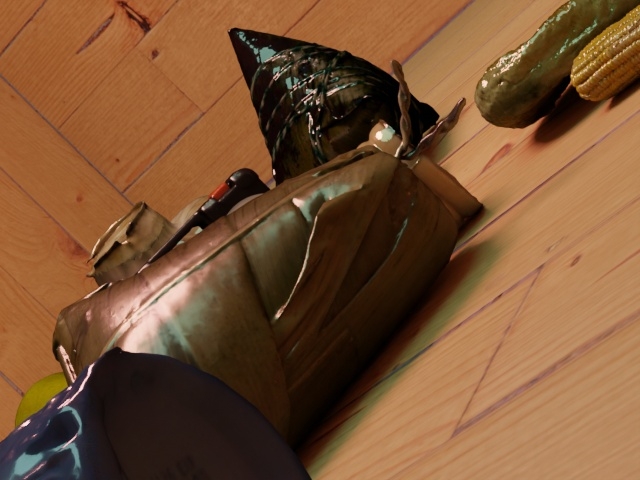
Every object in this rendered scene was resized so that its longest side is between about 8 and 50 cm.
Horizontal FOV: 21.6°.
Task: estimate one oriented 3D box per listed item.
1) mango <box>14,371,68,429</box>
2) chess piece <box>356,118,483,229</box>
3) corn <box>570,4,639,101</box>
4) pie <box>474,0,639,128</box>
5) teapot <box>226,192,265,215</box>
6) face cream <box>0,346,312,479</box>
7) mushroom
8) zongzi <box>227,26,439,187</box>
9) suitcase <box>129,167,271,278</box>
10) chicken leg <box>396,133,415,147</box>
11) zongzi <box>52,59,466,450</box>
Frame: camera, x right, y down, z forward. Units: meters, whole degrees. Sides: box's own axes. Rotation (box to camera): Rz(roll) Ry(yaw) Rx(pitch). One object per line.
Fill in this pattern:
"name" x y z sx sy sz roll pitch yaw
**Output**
"mango" -0.291 0.251 2.194 0.273 0.185 0.149 -16 26 46
"chess piece" 0.025 0.030 1.846 0.307 0.139 0.124 -50 48 3
"corn" 0.326 -0.203 1.703 0.085 0.063 0.165 -16 -16 -49
"pie" 0.285 -0.226 1.885 0.277 0.078 0.277 -41 -6 -5
"teapot" 0.000 0.000 2.057 0.251 0.183 0.183 -28 16 35
"face cream" -0.133 0.226 1.111 0.225 0.249 0.249 -38 9 24
"mushroom" -0.209 0.085 2.366 0.352 0.260 0.352 -43 12 11
"zongzi" -0.016 -0.202 2.555 0.319 0.362 0.383 -65 -3 31
"suitcase" -0.124 0.066 2.184 0.285 0.206 0.066 -47 3 -20
"chicken leg" 0.081 -0.057 2.271 0.177 0.083 0.322 -62 5 16
"zongzi" 0.003 0.111 1.583 0.500 0.218 0.467 -33 33 3
